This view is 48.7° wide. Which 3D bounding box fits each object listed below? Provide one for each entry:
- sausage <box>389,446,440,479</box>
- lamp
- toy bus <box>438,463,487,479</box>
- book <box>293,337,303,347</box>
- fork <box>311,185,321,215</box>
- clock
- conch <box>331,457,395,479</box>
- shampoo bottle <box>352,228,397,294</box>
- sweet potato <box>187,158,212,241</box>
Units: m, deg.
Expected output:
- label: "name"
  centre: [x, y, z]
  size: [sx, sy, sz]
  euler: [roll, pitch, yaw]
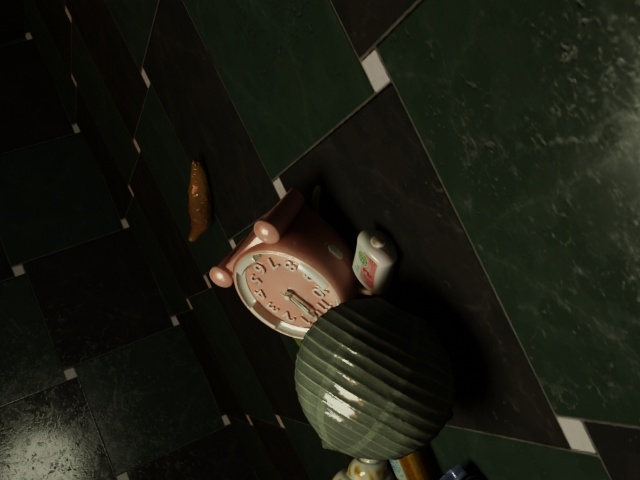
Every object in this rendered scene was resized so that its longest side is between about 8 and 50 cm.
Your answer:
- label: "sausage"
  centre: [0.162, 0.399, 1.257]
  size: [0.082, 0.082, 0.371]
  euler: [-3, 111, 67]
- label: "lamp"
  centre: [0.071, 0.201, 1.022]
  size: [0.265, 0.233, 0.233]
  euler: [28, 140, 45]
- label: "toy bus"
  centre: [0.254, 0.504, 1.083]
  size: [0.292, 0.133, 0.125]
  euler: [54, 156, 23]
- label: "book"
  centre: [-0.027, 0.145, 1.450]
  size: [0.352, 0.035, 0.239]
  euler: [52, 153, 32]
- label: "fork"
  centre: [0.006, -0.002, 1.233]
  size: [0.034, 0.028, 0.219]
  euler: [-131, 28, -50]
- label: "clock"
  centre: [-0.027, 0.056, 1.187]
  size: [0.241, 0.142, 0.227]
  euler: [42, 137, -5]
- label: "conch"
  centre: [0.100, 0.545, 1.475]
  size: [0.149, 0.183, 0.275]
  euler: [-75, -12, -52]
- label: "shampoo bottle"
  centre: [0.081, 0.028, 1.054]
  size: [0.072, 0.043, 0.099]
  euler: [50, 156, 27]
- label: "sweet potato"
  centre: [-0.302, -0.094, 1.777]
  size: [0.072, 0.066, 0.314]
  euler: [47, 152, 21]
